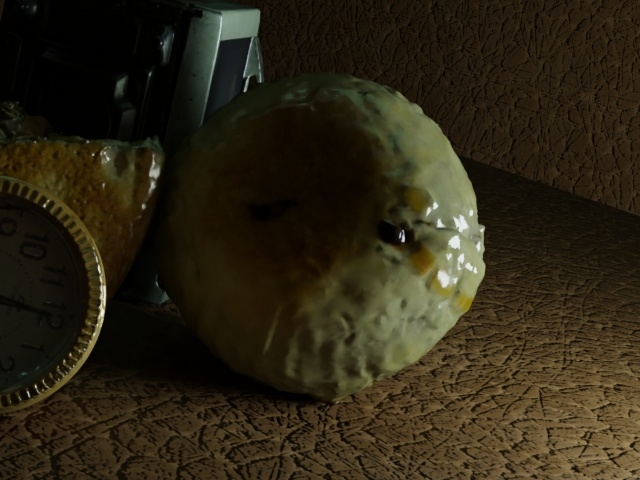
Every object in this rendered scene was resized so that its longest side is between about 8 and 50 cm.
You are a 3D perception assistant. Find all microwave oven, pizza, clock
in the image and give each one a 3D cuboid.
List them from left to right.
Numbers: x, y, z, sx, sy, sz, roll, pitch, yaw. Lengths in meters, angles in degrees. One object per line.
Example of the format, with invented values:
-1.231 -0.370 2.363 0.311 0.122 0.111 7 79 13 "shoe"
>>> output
-0.365 0.039 1.341 0.317 0.244 0.200 15 -3 -10 "clock"
-0.319 -0.050 1.501 0.288 0.280 0.075 36 -10 -13 "pizza"
-0.277 -0.151 1.875 0.333 0.394 0.247 16 13 14 "microwave oven"

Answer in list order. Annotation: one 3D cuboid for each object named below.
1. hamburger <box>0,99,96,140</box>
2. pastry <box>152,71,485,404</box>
-0.349 -0.044 1.636 0.211 0.260 0.245 11 40 -7 "hamburger"
0.000 0.000 1.632 0.388 0.388 0.312 15 -16 7 "pastry"
